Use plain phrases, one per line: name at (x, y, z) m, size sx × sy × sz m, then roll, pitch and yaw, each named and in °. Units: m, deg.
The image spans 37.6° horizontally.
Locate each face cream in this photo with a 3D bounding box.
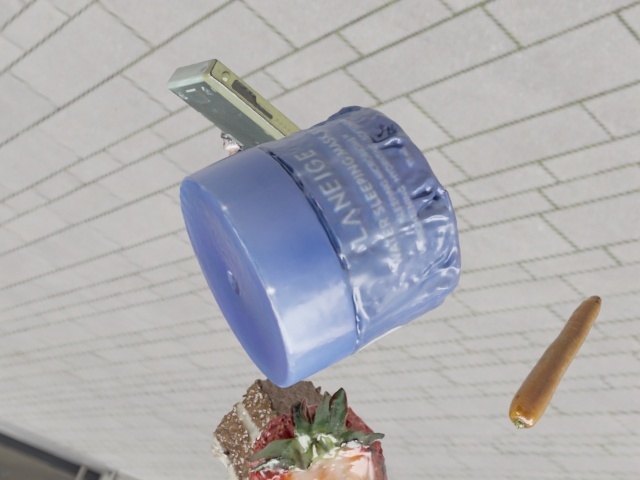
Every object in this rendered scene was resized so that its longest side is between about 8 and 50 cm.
face cream at (0.000, 0.000, 1.015) m, size 0.249 × 0.225 × 0.249 m, roll 51°, pitch 157°, yaw 31°

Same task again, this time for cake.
cake at (-0.059, 0.288, 1.330) m, size 0.135 × 0.147 × 0.135 m, roll 11°, pitch -148°, yaw -45°

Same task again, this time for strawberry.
strawberry at (0.010, 0.287, 1.158) m, size 0.174 × 0.098 × 0.228 m, roll -26°, pitch 128°, yaw 1°

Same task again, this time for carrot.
carrot at (0.314, 0.155, 1.240) m, size 0.043 × 0.248 × 0.043 m, roll 27°, pitch 143°, yaw 23°

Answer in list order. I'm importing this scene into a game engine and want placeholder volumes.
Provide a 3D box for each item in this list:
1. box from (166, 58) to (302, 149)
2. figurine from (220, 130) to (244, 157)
box at (-0.109, -0.184, 1.503) m, size 0.270 × 0.045 × 0.211 m, roll 38°, pitch 167°, yaw -26°
figurine at (-0.174, -0.184, 1.950) m, size 0.054 × 0.129 × 0.072 m, roll -8°, pitch -173°, yaw 4°
